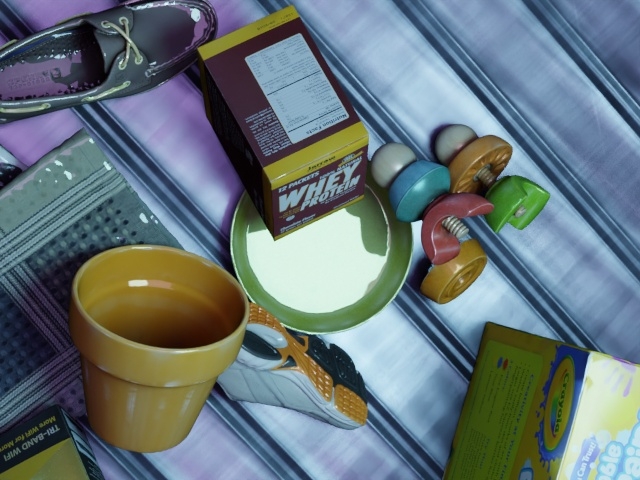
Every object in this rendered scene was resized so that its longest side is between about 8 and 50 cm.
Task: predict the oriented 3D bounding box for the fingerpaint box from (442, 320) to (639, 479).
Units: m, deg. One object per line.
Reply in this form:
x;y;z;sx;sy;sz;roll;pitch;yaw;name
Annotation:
0.271;0.346;1.801;0.163;0.371;0.445;16;88;-12;fingerpaint box

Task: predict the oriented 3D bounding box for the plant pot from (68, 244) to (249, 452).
-0.200;0.139;1.730;0.205;0.205;0.188;7;123;-12;plant pot

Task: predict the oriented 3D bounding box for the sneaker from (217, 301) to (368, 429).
-0.055;0.173;1.878;0.262;0.099;0.121;35;130;-27;sneaker

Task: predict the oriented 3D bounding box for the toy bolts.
0.143;-0.044;1.868;0.158;0.228;0.218;47;112;21;toy bolts

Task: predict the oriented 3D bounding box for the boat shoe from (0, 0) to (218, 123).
-0.273;-0.226;1.803;0.324;0.097;0.117;-19;96;-10;boat shoe

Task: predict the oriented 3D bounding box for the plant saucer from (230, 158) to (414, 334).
0.000;0.000;1.900;0.241;0.037;0.241;0;91;-12;plant saucer

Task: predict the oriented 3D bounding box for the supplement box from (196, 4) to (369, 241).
-0.045;-0.137;1.776;0.129;0.191;0.194;-26;71;-10;supplement box

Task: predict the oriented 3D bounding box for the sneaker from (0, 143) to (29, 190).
-0.410;-0.084;1.778;0.111;0.121;0.300;-40;119;-4;sneaker

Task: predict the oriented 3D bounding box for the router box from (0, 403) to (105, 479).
-0.383;0.374;1.723;0.309;0.081;0.243;-31;56;-1;router box

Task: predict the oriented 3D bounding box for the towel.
-0.323;0.066;1.785;0.324;0.056;0.312;-36;118;-4;towel
